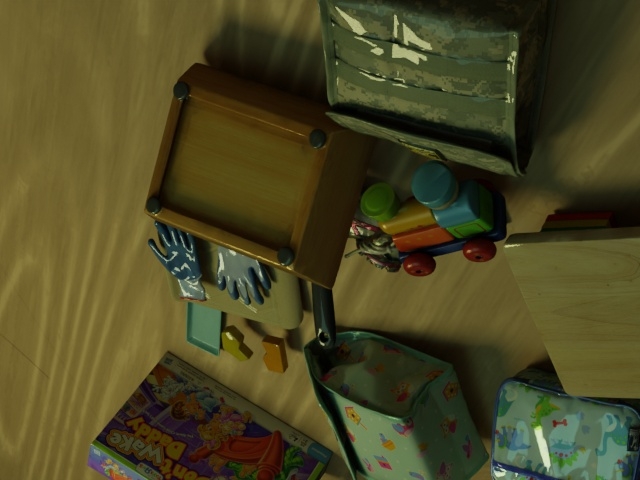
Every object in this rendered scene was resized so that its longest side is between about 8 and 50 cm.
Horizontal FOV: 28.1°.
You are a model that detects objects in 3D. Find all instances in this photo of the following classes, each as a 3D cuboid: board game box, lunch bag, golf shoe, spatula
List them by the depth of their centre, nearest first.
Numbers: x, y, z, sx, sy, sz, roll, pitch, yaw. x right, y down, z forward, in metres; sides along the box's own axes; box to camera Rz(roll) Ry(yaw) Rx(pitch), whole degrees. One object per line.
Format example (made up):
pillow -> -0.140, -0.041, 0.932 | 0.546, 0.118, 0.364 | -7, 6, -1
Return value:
lunch bag -> 0.133, -0.193, 1.467 | 0.235, 0.169, 0.287 | 17, 144, 18
spatula -> 0.000, 0.000, 1.735 | 0.084, 0.030, 0.296 | -1, 92, 24
golf shoe -> 0.051, -0.036, 1.767 | 0.186, 0.067, 0.086 | 33, 105, 17
lunch bag -> 0.347, 0.282, 1.768 | 0.219, 0.090, 0.176 | 13, 104, 27
lunch bag -> 0.094, 0.266, 1.945 | 0.262, 0.160, 0.223 | 15, 140, 41
board game box -> -0.187, 0.375, 2.194 | 0.347, 0.233, 0.078 | 30, 140, 9

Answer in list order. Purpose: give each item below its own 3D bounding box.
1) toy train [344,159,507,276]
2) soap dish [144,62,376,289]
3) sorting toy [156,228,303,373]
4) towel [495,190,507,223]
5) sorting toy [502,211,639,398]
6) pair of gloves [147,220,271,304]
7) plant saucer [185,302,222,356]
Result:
toy train -> 0.096, -0.025, 1.618 | 0.248, 0.105, 0.143 | -15, 150, 31
soap dish -> -0.088, -0.088, 1.690 | 0.291, 0.118, 0.229 | 21, 101, 24
sorting toy -> -0.134, 0.066, 2.002 | 0.229, 0.041, 0.307 | 11, 130, 23
towel -> 0.202, -0.042, 1.678 | 0.083, 0.009, 0.060 | 1, 129, 37
sorting toy -> 0.394, 0.073, 1.583 | 0.257, 0.089, 0.255 | -3, 126, 38
pair of gloves -> -0.170, 0.030, 1.950 | 0.198, 0.023, 0.159 | 5, 125, 26
plant saucer -> -0.189, 0.116, 2.116 | 0.067, 0.018, 0.192 | 24, 138, 16
